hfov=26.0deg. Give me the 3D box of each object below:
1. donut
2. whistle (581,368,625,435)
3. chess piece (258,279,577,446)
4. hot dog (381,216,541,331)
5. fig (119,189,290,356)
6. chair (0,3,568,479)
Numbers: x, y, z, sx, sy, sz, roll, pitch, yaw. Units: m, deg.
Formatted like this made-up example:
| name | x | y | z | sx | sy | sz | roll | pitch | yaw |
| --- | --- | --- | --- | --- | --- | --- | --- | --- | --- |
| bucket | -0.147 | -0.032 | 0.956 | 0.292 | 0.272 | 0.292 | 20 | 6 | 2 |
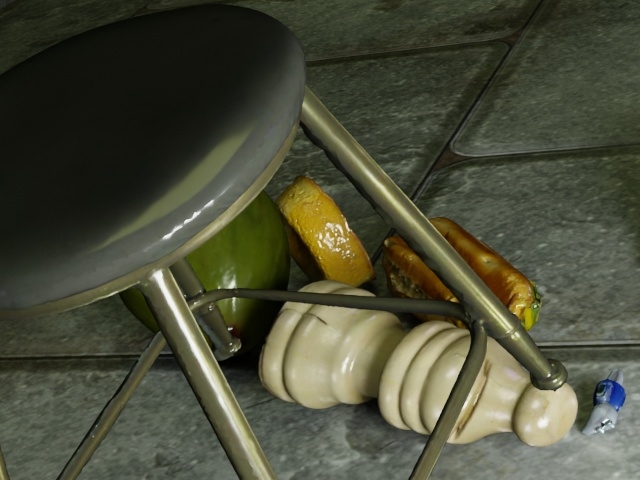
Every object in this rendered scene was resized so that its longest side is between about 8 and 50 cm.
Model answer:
| name | x | y | z | sx | sy | sz | roll | pitch | yaw |
| --- | --- | --- | --- | --- | --- | --- | --- | --- | --- |
| donut | 0.000 | 0.000 | 1.569 | 0.058 | 0.152 | 0.152 | -35 | 28 | -12 |
| whistle | 0.255 | 0.144 | 1.240 | 0.033 | 0.029 | 0.083 | -17 | 25 | 36 |
| chess piece | 0.102 | 0.123 | 1.287 | 0.307 | 0.124 | 0.138 | 12 | 2 | 39 |
| hot dog | 0.141 | 0.048 | 1.461 | 0.115 | 0.072 | 0.269 | -18 | 25 | -11 |
| fig | -0.127 | 0.030 | 1.495 | 0.203 | 0.203 | 0.225 | -16 | 37 | -3 |
| chair | -0.089 | 0.071 | 1.027 | 0.364 | 0.410 | 0.362 | 2 | 43 | 33 |
